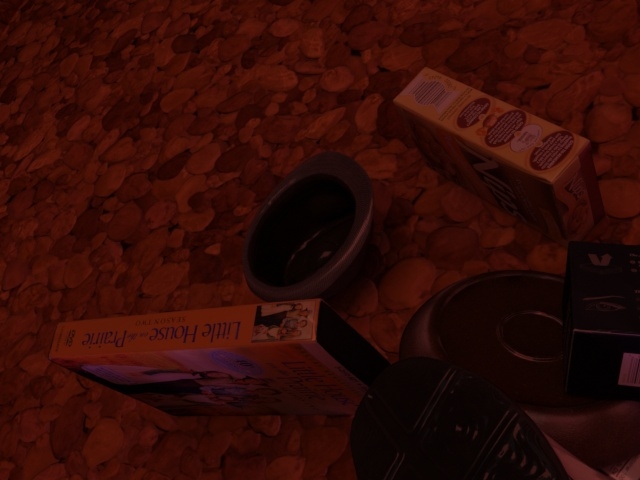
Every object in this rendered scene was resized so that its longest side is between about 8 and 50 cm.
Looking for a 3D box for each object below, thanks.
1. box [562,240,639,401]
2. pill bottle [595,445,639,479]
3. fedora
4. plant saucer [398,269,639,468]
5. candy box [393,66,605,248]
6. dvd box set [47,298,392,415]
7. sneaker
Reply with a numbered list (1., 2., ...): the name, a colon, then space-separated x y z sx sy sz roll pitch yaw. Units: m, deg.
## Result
1. box: 0.338 0.083 0.712 0.156 0.093 0.158 4 36 16
2. pill bottle: 0.321 0.269 0.763 0.169 0.169 0.301 -49 49 -8
3. fedora: 0.000 0.000 1.151 0.275 0.124 0.244 -53 47 0
4. plant saucer: 0.247 0.124 0.790 0.311 0.050 0.310 -3 35 2
5. candy box: 0.270 -0.131 1.049 0.087 0.183 0.316 -46 49 -5
6. dvd box set: -0.124 0.185 0.979 0.420 0.307 0.062 -7 59 24
7. sneaker: 0.227 0.272 0.587 0.447 0.257 0.169 31 88 49
